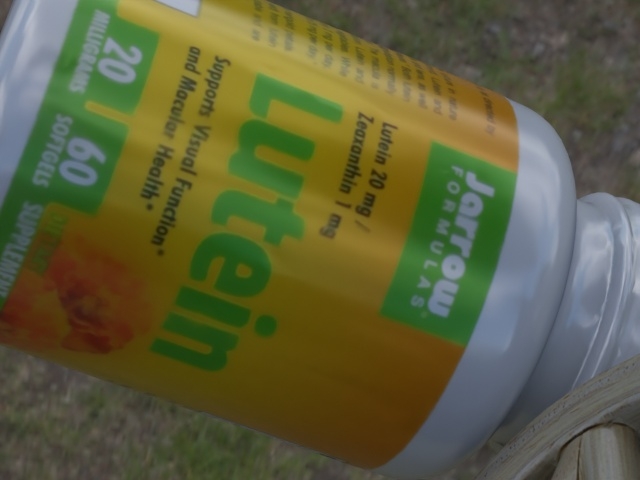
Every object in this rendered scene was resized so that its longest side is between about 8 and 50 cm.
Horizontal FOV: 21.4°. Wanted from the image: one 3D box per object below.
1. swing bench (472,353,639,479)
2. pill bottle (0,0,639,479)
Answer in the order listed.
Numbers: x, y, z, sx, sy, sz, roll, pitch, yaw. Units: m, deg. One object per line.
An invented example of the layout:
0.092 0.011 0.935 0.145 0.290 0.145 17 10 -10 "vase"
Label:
0.147 0.197 0.513 0.253 0.165 0.254 33 57 -28 "swing bench"
0.000 0.000 0.569 0.246 0.136 0.136 20 49 -13 "pill bottle"
